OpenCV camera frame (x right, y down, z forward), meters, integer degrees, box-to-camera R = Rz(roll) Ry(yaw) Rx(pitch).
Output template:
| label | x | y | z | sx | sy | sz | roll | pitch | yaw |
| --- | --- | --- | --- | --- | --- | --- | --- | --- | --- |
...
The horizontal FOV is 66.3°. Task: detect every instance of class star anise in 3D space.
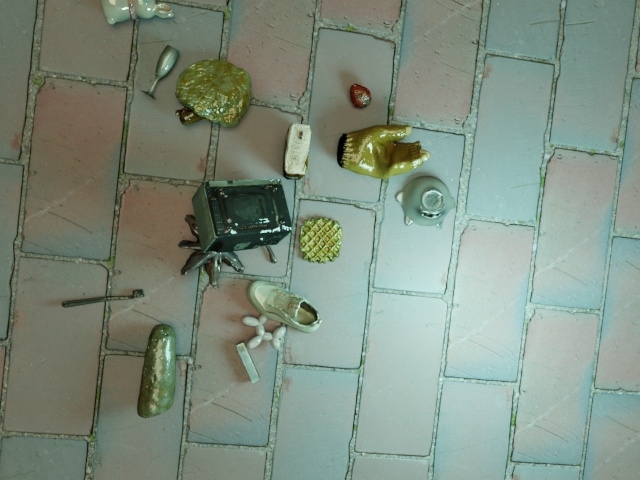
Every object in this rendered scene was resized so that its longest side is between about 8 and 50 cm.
| label | x | y | z | sx | sy | sz | roll | pitch | yaw |
| --- | --- | --- | --- | --- | --- | --- | --- | --- | --- |
| star anise | -0.378 | 0.036 | 1.826 | 0.316 | 0.139 | 0.359 | -40 | 109 | -9 |

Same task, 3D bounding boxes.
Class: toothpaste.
| label | x | y | z | sx | sy | sz | roll | pitch | yaw |
| --- | --- | --- | --- | --- | --- | --- | --- | --- | --- |
| toothpaste | -0.278 | 0.466 | 1.885 | 0.034 | 0.046 | 0.164 | -24 | 94 | -7 |

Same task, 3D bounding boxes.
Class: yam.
| label | x | y | z | sx | sy | sz | roll | pitch | yaw |
| --- | --- | --- | --- | --- | --- | --- | --- | --- | --- |
| yam | -0.599 | 0.475 | 1.816 | 0.133 | 0.133 | 0.331 | 4 | 87 | -7 |

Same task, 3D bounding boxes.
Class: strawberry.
| label | x | y | z | sx | sy | sz | roll | pitch | yaw |
| --- | --- | --- | --- | --- | --- | --- | --- | --- | --- |
| strawberry | 0.152 | -0.558 | 1.885 | 0.083 | 0.083 | 0.096 | -30 | 93 | -5 |

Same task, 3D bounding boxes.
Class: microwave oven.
| label | x | y | z | sx | sy | sz | roll | pitch | yaw |
| --- | --- | --- | --- | --- | --- | --- | --- | --- | --- |
| microwave oven | -0.271 | -0.093 | 1.726 | 0.295 | 0.181 | 0.238 | -6 | 73 | -32 |

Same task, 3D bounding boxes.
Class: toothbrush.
| label | x | y | z | sx | sy | sz | roll | pitch | yaw |
| --- | --- | --- | --- | --- | --- | --- | --- | --- | --- |
| toothbrush | -0.811 | 0.218 | 1.825 | 0.297 | 0.030 | 0.031 | -8 | 84 | -7 |

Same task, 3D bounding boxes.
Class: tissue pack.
| label | x | y | z | sx | sy | sz | roll | pitch | yaw |
| --- | --- | --- | --- | --- | --- | --- | --- | --- | --- |
| tissue pack | -0.091 | -0.319 | 1.789 | 0.091 | 0.226 | 0.184 | 5 | 92 | -8 |

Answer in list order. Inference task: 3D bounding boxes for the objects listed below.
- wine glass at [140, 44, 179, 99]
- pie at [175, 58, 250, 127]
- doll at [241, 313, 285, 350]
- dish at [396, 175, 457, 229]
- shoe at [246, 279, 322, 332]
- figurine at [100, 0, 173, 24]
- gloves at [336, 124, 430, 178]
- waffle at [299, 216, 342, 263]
| label | x | y | z | sx | sy | sz | roll | pitch | yaw |
| --- | --- | --- | --- | --- | --- | --- | --- | --- | --- |
| wine glass | -0.590 | -0.623 | 1.807 | 0.066 | 0.066 | 0.198 | 27 | 89 | -7 |
| pie | -0.396 | -0.548 | 1.812 | 0.274 | 0.105 | 0.257 | 1 | 83 | -7 |
| doll | -0.213 | 0.353 | 1.878 | 0.159 | 0.059 | 0.161 | -11 | 79 | -14 |
| dish | 0.433 | -0.144 | 1.925 | 0.236 | 0.086 | 0.228 | -17 | 94 | -5 |
| shoe | -0.123 | 0.243 | 1.830 | 0.316 | 0.159 | 0.124 | 29 | 71 | -11 |
| figurine | -0.661 | -0.868 | 1.765 | 0.235 | 0.127 | 0.155 | -9 | 83 | -11 |
| gloves | 0.239 | -0.335 | 1.863 | 0.356 | 0.155 | 0.203 | 4 | 84 | 9 |
| waffle | 0.000 | 0.000 | 1.907 | 0.169 | 0.036 | 0.184 | 4 | 90 | -4 |
